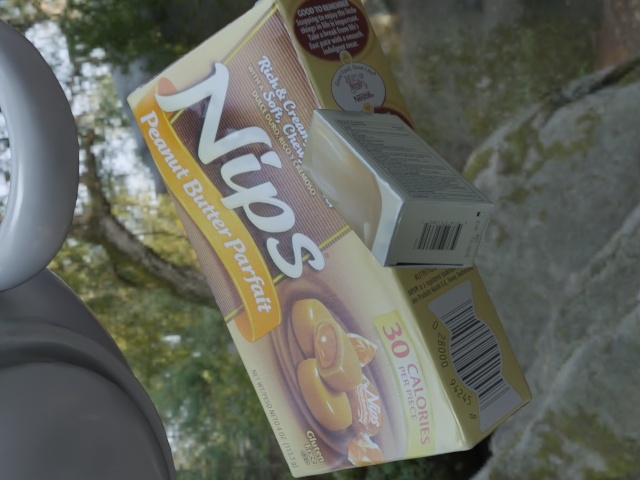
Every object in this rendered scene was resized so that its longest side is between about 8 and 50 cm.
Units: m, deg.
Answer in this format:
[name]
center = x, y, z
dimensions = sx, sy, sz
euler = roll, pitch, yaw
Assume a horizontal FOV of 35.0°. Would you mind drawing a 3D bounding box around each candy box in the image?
[candy box]
center = 0.000, 0.000, 0.720
dimensions = 0.087, 0.182, 0.317
euler = -23, -89, -45

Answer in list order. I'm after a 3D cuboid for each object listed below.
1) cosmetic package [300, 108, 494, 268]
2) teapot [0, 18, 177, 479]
[cosmetic package]
center = 0.039, -0.031, 0.565
dimensions = 0.115, 0.060, 0.041
euler = 53, 135, 51
[teapot]
center = -0.134, 0.096, 0.335
dimensions = 0.256, 0.187, 0.253
euler = 59, -137, -37
